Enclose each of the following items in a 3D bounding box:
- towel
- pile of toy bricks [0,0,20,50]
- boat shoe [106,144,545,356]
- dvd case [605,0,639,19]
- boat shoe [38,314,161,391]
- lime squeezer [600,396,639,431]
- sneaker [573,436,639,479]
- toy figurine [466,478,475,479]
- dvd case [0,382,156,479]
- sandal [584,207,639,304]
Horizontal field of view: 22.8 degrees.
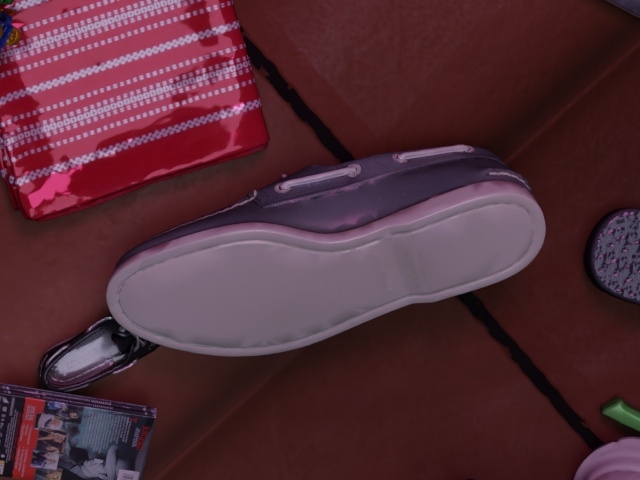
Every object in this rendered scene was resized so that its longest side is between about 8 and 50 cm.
[{"bbox_3d":[-0.162,-0.167,1.138,0.198,0.031,0.275,-16,102,-5],"label":"towel"},{"bbox_3d":[-0.236,-0.209,1.059,0.105,0.118,0.212,33,99,15],"label":"pile of toy bricks"},{"bbox_3d":[0.000,0.000,1.166,0.319,0.099,0.116,-12,128,-2],"label":"boat shoe"},{"bbox_3d":[0.231,-0.262,1.178,0.221,0.018,0.165,25,95,-11],"label":"dvd case"},{"bbox_3d":[-0.152,0.075,1.180,0.125,0.038,0.046,-24,103,-2],"label":"boat shoe"},{"bbox_3d":[0.354,0.231,1.270,0.110,0.059,0.310,-35,104,-1],"label":"lime squeezer"},{"bbox_3d":[0.326,0.259,1.198,0.297,0.129,0.111,19,118,8],"label":"sneaker"},{"bbox_3d":[0.117,0.301,1.172,0.148,0.213,0.209,37,91,2],"label":"toy figurine"},{"bbox_3d":[-0.189,0.150,1.185,0.119,0.013,0.087,10,126,-8],"label":"dvd case"},{"bbox_3d":[0.327,0.045,1.239,0.254,0.054,0.097,29,89,-2],"label":"sandal"}]
